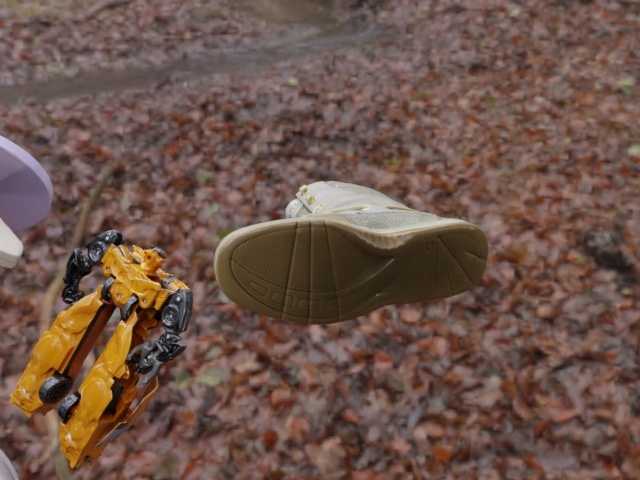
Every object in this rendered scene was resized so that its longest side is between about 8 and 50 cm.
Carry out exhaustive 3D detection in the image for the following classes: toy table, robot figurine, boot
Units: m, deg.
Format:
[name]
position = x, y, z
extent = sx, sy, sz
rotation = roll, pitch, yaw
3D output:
[toy table]
position = -0.528, -0.059, 1.211
extent = 0.274, 0.252, 0.161
rotation = 11, 36, -12
[robot figurine]
position = -0.276, 0.132, 1.117
extent = 0.211, 0.291, 0.085
rotation = 37, 9, 23
[boot]
position = 0.000, 0.000, 0.679
extent = 0.213, 0.077, 0.165
rotation = -4, 17, -25

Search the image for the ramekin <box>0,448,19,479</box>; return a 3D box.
[ramekin]
position = -0.503, 0.377, 1.097
extent = 0.273, 0.272, 0.127
rotation = -15, 16, -32
